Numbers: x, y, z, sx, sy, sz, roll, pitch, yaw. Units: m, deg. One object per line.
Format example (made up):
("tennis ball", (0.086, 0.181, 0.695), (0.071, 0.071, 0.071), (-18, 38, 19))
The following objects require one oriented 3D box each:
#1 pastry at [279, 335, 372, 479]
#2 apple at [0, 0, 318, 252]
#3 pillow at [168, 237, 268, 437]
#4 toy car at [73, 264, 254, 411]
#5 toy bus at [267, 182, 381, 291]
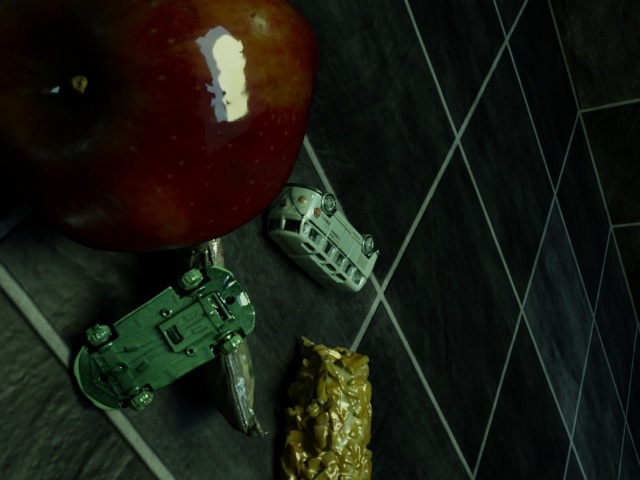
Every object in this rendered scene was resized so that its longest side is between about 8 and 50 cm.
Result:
("pastry", (0.007, 0.252, 0.942), (0.154, 0.102, 0.250), (7, 80, -54))
("apple", (-0.145, -0.134, 0.633), (0.317, 0.288, 0.288), (-39, 117, -65))
("pillow", (-0.116, 0.086, 0.782), (0.059, 0.169, 0.255), (-14, 98, -16))
("toy car", (-0.151, 0.092, 0.693), (0.093, 0.186, 0.058), (58, 6, -5))
("toy bus", (0.000, 0.000, 0.996), (0.194, 0.087, 0.089), (45, 59, -44))
